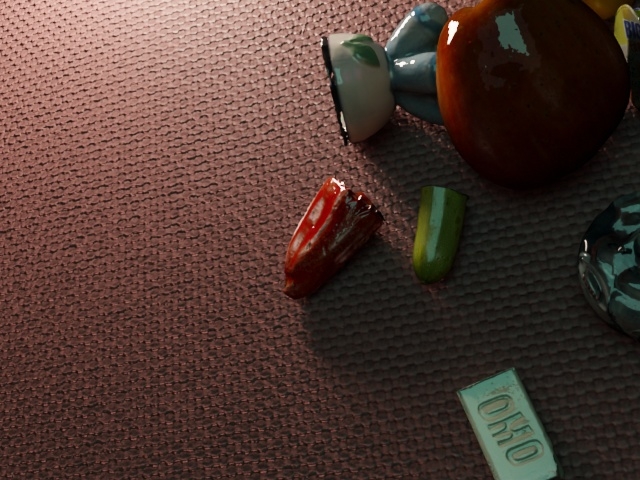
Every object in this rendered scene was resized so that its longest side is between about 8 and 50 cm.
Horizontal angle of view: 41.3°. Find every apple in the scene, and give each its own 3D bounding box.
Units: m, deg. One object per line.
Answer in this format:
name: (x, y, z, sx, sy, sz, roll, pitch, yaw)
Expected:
apple: (0.384, -0.293, 1.553, 0.295, 0.365, 0.329, -17, 21, 48)

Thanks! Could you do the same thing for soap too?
soap: (0.324, 0.330, 1.451, 0.115, 0.063, 0.198, -26, 63, 6)

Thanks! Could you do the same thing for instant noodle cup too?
instant noodle cup: (0.644, -0.347, 1.555, 0.153, 0.205, 0.205, -14, 65, 2)

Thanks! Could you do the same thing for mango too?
mango: (0.578, -0.545, 1.679, 0.109, 0.147, 0.227, -13, 53, 63)

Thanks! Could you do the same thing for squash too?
squash: (0.222, -0.003, 1.613, 0.095, 0.095, 0.188, 6, 76, 22)

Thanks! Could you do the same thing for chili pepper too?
chili pepper: (0.000, 0.000, 1.681, 0.144, 0.136, 0.252, 42, 95, 2)

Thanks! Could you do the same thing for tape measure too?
tape measure: (0.575, 0.046, 1.433, 0.256, 0.147, 0.275, -45, 63, -3)

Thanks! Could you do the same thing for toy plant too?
toy plant: (0.180, -0.339, 1.703, 0.332, 0.247, 0.247, -13, 65, 7)
